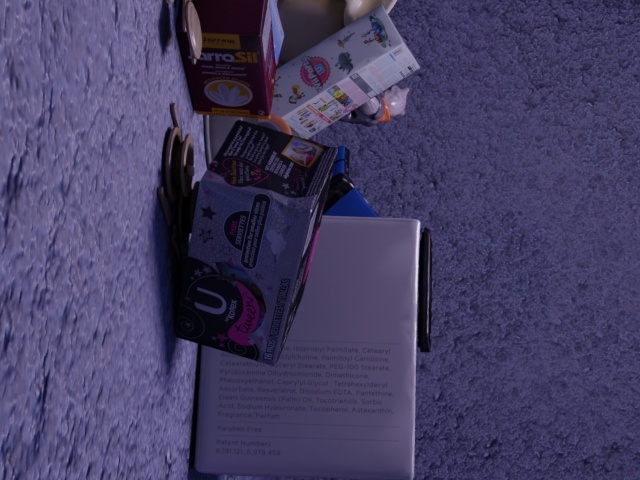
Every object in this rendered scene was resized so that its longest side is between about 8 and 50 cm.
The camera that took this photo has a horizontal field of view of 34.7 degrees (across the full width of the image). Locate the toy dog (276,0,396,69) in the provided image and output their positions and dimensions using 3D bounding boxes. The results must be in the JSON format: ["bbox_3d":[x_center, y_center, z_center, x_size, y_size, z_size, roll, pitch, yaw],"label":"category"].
[{"bbox_3d":[0.010,-0.518,2.212,0.408,0.285,0.395,-82,-172,-68],"label":"toy dog"}]

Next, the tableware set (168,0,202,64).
[{"bbox_3d":[-0.155,-0.291,1.133,0.168,0.020,0.141,76,10,-56],"label":"tableware set"}]

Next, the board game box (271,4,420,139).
[{"bbox_3d":[0.031,-0.320,2.025,0.097,0.303,0.224,60,10,11],"label":"board game box"}]

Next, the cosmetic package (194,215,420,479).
[{"bbox_3d":[-0.014,0.178,1.655,0.329,0.328,0.393,81,11,-80],"label":"cosmetic package"}]

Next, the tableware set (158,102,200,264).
[{"bbox_3d":[-0.158,-0.064,1.250,0.194,0.039,0.128,89,4,-62],"label":"tableware set"}]

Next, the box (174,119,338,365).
[{"bbox_3d":[-0.084,0.004,1.286,0.163,0.142,0.247,-69,173,-55],"label":"box"}]

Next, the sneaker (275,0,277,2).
[{"bbox_3d":[-0.111,-0.421,1.746,0.081,0.080,0.211,-96,-163,-60],"label":"sneaker"}]

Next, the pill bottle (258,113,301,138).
[{"bbox_3d":[-0.090,-0.129,1.822,0.245,0.131,0.130,89,4,-67],"label":"pill bottle"}]

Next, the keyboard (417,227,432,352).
[{"bbox_3d":[0.161,0.080,1.581,0.108,0.023,0.180,64,28,-69],"label":"keyboard"}]

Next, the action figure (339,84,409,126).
[{"bbox_3d":[0.040,-0.323,2.377,0.341,0.330,0.178,-49,140,-86],"label":"action figure"}]

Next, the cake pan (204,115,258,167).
[{"bbox_3d":[-0.132,-0.231,1.581,0.293,0.054,0.293,2,90,-88],"label":"cake pan"}]

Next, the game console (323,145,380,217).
[{"bbox_3d":[0.000,0.000,2.003,0.293,0.173,0.250,-42,-161,21],"label":"game console"}]

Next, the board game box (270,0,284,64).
[{"bbox_3d":[-0.104,-0.409,1.504,0.145,0.027,0.281,-86,163,-62],"label":"board game box"}]

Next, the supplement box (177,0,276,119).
[{"bbox_3d":[-0.115,-0.239,1.300,0.188,0.104,0.080,88,7,-65],"label":"supplement box"}]
